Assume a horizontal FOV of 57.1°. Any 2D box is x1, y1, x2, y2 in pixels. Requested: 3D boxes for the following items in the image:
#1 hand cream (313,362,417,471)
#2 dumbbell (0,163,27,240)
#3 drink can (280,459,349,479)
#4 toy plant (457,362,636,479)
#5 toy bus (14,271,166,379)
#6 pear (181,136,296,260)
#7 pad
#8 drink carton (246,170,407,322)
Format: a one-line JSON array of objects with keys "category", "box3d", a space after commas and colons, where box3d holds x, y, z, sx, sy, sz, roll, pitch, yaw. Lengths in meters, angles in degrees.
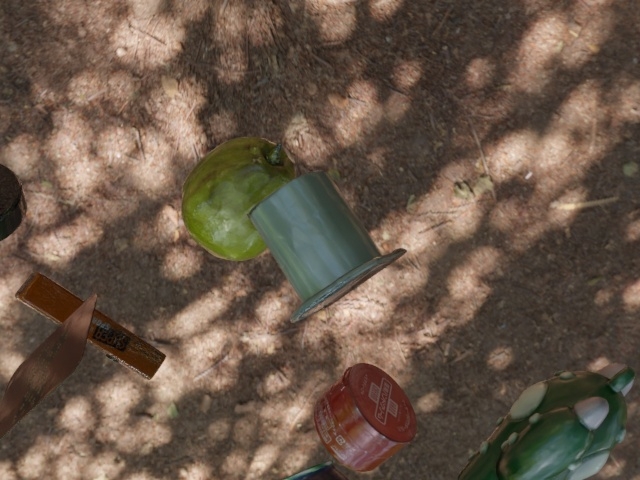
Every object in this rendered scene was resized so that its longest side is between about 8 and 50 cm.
[{"category": "hand cream", "box3d": [0.091, 0.363, 1.211, 0.193, 0.193, 0.125, 31, 119, -23]}, {"category": "dumbbell", "box3d": [-0.689, -0.150, 1.103, 0.203, 0.204, 0.322, 3, 141, -11]}, {"category": "drink can", "box3d": [0.006, 0.345, 0.614, 0.118, 0.205, 0.118, -20, 159, -8]}, {"category": "toy plant", "box3d": [0.272, 0.229, 0.691, 0.232, 0.112, 0.243, -17, 147, -45]}, {"category": "toy bus", "box3d": [-0.594, 0.226, 1.540, 0.409, 0.092, 0.093, 38, 68, -17]}, {"category": "pear", "box3d": [-0.198, -0.119, 1.498, 0.287, 0.287, 0.375, 28, 128, -22]}, {"category": "pad", "box3d": [-0.449, 0.209, 0.950, 0.267, 0.181, 0.004, -41, 121, 19]}, {"category": "drink carton", "box3d": [0.000, 0.000, 0.929, 0.185, 0.191, 0.190, -33, 82, 27]}]
